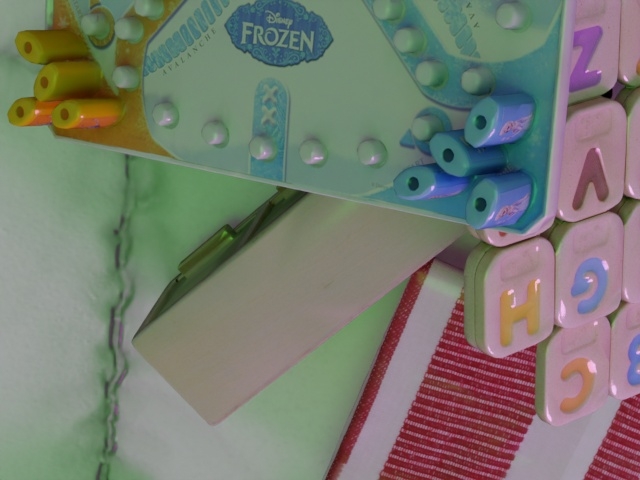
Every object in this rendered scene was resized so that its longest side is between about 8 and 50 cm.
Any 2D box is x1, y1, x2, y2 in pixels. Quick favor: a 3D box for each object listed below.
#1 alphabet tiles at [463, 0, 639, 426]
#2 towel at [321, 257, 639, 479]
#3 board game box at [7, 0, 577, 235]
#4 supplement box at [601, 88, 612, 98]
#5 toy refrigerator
[{"bbox_3d":[0.199,-0.030,1.061,0.021,0.284,0.278,26,125,47],"label":"alphabet tiles"},{"bbox_3d":[0.178,0.169,1.206,0.329,0.037,0.237,23,115,3],"label":"towel"},{"bbox_3d":[-0.030,-0.222,0.984,0.390,0.050,0.390,13,105,38],"label":"board game box"},{"bbox_3d":[0.081,-0.146,1.087,0.073,0.130,0.239,-34,102,25],"label":"supplement box"},{"bbox_3d":[0.000,0.000,1.183,0.269,0.102,0.094,-39,100,24],"label":"toy refrigerator"}]
